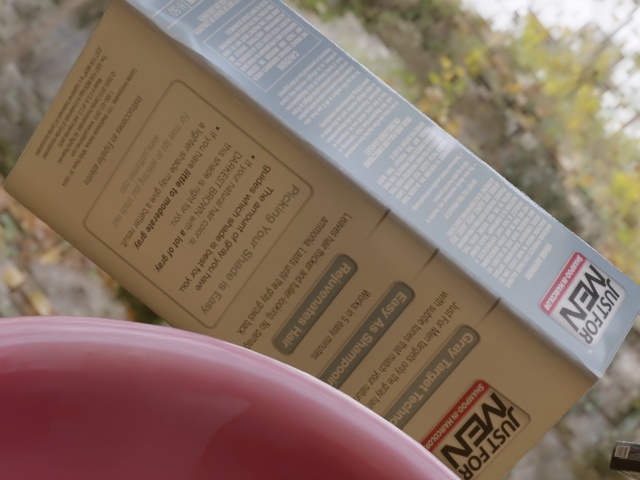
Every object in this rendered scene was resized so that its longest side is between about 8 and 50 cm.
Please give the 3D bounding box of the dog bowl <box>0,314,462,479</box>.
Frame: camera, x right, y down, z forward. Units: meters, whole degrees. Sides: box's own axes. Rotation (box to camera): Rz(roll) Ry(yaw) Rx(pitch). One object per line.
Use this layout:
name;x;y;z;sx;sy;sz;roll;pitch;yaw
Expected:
dog bowl;-0.071;0.201;0.545;0.408;0.408;0.150;50;-41;3

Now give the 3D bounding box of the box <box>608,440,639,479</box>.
box;0.318;0.195;1.624;0.094;0.027;0.137;23;-13;-35

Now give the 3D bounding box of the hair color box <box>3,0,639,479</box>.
hair color box;0.000;0.000;1.274;0.374;0.113;0.185;39;-53;3
